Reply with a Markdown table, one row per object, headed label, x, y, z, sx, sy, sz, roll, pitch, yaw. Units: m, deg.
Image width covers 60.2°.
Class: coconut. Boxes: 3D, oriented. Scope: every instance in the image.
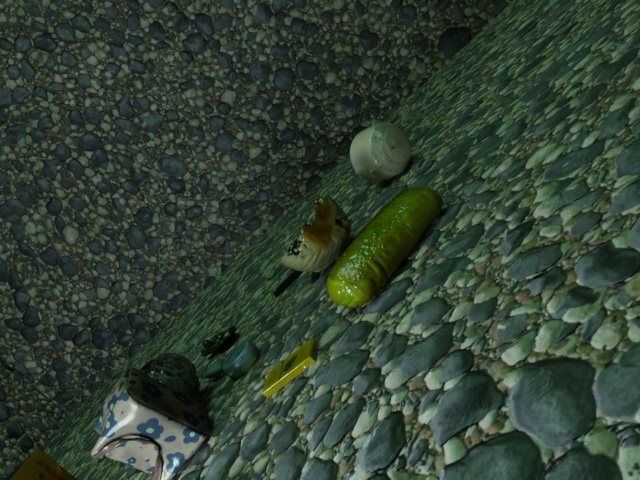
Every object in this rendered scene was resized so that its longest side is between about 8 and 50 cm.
| label | x | y | z | sx | sy | sz | roll | pitch | yaw |
| --- | --- | --- | --- | --- | --- | --- | --- | --- | --- |
| coconut | 0.216 | -0.318 | 2.053 | 0.234 | 0.224 | 0.224 | -28 | 19 | 48 |

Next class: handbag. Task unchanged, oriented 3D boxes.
| label | x | y | z | sx | sy | sz | roll | pitch | yaw |
| --- | --- | --- | --- | --- | --- | --- | --- | --- | --- |
| handbag | -0.426 | 0.469 | 1.371 | 0.193 | 0.251 | 0.190 | -53 | 20 | 1 |

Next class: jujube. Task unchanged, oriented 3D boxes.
| label | x | y | z | sx | sy | sz | roll | pitch | yaw |
| --- | --- | --- | --- | --- | --- | --- | --- | --- | --- |
| jujube | -0.462 | 0.449 | 1.612 | 0.226 | 0.226 | 0.317 | -45 | 10 | -5 |

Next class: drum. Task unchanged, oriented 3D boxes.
| label | x | y | z | sx | sy | sz | roll | pitch | yaw |
| --- | --- | --- | --- | --- | --- | --- | --- | --- | --- |
| drum | -0.266 | 0.361 | 1.667 | 0.130 | 0.049 | 0.253 | -51 | 14 | -29 |

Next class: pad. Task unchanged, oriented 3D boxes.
| label | x | y | z | sx | sy | sz | roll | pitch | yaw |
| --- | --- | --- | --- | --- | --- | --- | --- | --- | --- |
| pad | -0.100 | 0.133 | 2.017 | 0.193 | 0.004 | 0.116 | -43 | 12 | -1 |

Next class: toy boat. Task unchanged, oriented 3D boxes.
| label | x | y | z | sx | sy | sz | roll | pitch | yaw |
| --- | --- | --- | --- | --- | --- | --- | --- | --- | --- |
| toy boat | -0.363 | 0.360 | 1.984 | 0.210 | 0.052 | 0.104 | -32 | 14 | 48 |

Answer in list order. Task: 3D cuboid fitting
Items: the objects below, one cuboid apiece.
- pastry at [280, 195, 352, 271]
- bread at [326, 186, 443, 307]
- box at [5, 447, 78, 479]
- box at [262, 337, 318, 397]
| label | x | y | z | sx | sy | sz | roll | pitch | yaw |
| --- | --- | --- | --- | --- | --- | --- | --- | --- | --- |
| pastry | -0.005 | 0.008 | 1.773 | 0.256 | 0.170 | 0.237 | -56 | -3 | -30 |
| bread | 0.153 | 0.003 | 1.359 | 0.383 | 0.112 | 0.166 | -48 | 12 | -23 |
| box | -0.738 | 0.750 | 1.379 | 0.116 | 0.264 | 0.415 | -42 | 10 | 8 |
| box | -0.070 | 0.299 | 1.300 | 0.155 | 0.023 | 0.087 | -40 | 10 | 17 |
